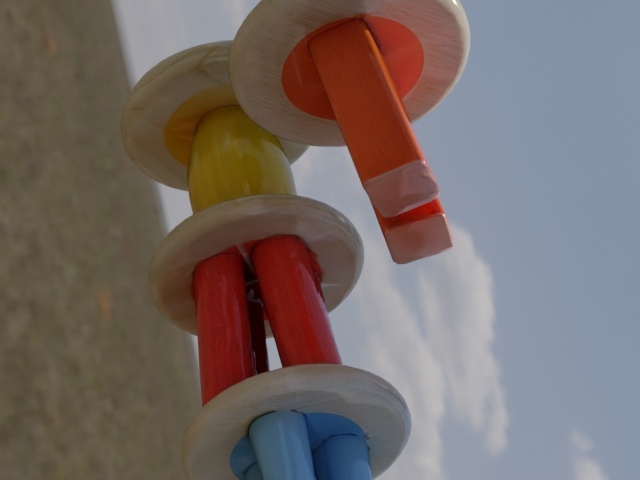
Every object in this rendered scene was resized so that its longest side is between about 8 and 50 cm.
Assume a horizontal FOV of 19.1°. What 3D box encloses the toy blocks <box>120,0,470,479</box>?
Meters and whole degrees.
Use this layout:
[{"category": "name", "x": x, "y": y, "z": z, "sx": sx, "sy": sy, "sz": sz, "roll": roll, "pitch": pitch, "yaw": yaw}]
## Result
[{"category": "toy blocks", "x": 0.000, "y": 0.000, "z": 0.416, "sx": 0.123, "sy": 0.054, "sz": 0.148, "roll": 116, "pitch": -31, "yaw": -44}]
